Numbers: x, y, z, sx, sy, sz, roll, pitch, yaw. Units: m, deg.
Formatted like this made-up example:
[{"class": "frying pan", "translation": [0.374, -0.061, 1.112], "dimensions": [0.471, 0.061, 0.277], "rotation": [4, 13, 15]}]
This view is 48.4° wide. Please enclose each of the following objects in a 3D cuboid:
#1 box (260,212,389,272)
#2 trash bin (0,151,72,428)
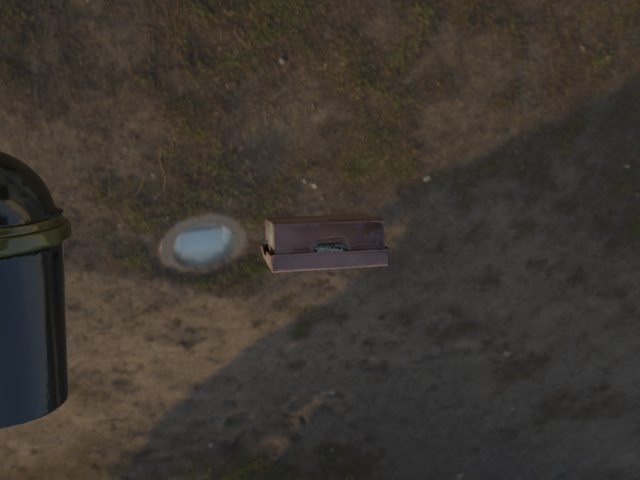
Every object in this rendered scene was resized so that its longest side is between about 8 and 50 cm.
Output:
[{"class": "box", "translation": [0.000, 0.000, 1.324], "dimensions": [0.215, 0.215, 0.086], "rotation": [-3, 95, -8]}, {"class": "trash bin", "translation": [-0.413, 0.047, 0.875], "dimensions": [0.214, 0.214, 0.334], "rotation": [-5, 98, -17]}]
